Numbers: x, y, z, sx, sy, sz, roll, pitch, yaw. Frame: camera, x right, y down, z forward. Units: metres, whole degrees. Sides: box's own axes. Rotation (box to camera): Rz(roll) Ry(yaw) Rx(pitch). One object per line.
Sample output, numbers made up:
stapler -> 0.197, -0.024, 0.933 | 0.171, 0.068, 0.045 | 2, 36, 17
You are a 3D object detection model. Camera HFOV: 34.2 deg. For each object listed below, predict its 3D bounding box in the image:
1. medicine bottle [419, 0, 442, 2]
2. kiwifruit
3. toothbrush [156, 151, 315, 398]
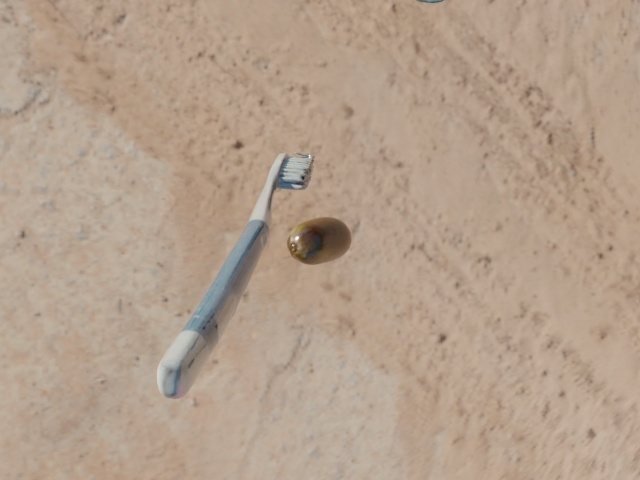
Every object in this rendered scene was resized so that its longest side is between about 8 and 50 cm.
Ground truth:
medicine bottle -> 0.162, -0.463, 1.465 | 0.245, 0.290, 0.244 | 3, 118, 5
kiwifruit -> 0.000, 0.000, 1.665 | 0.075, 0.124, 0.075 | 7, 100, 40
toothbrush -> -0.034, 0.004, 0.535 | 0.025, 0.275, 0.019 | 4, 114, 7
